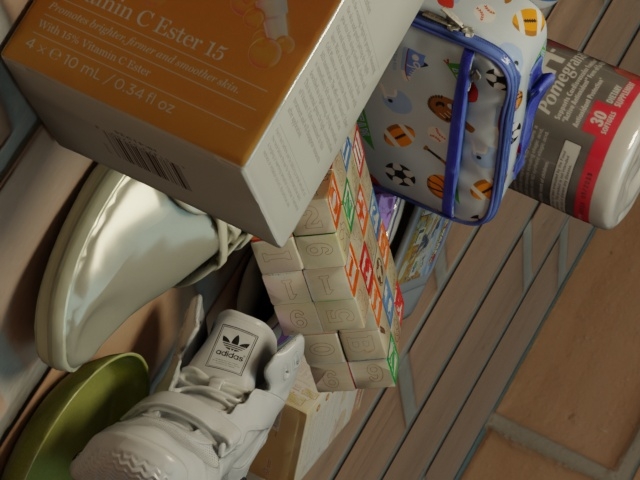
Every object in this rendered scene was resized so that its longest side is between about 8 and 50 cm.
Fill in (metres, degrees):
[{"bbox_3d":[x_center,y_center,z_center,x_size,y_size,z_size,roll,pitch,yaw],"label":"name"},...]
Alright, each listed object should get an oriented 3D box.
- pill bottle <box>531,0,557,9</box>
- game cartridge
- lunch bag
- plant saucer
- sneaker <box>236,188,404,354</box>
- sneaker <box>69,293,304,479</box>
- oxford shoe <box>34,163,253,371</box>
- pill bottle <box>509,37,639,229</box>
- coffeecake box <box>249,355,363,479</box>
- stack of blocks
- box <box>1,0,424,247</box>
[{"bbox_3d":[0.264,-0.350,2.308,0.221,0.124,0.124,-40,-174,45],"label":"pill bottle"},{"bbox_3d":[0.124,-0.021,2.585,0.198,0.062,0.297,-11,125,-65],"label":"game cartridge"},{"bbox_3d":[0.115,-0.157,2.026,0.115,0.243,0.303,-55,161,-32],"label":"lunch bag"},{"bbox_3d":[-0.239,0.208,1.835,0.241,0.037,0.241,-56,162,-30],"label":"plant saucer"},{"bbox_3d":[0.001,0.001,2.162,0.282,0.102,0.161,-62,160,-8],"label":"sneaker"},{"bbox_3d":[-0.120,0.155,1.834,0.366,0.137,0.210,60,51,-78],"label":"sneaker"},{"bbox_3d":[-0.098,-0.051,1.742,0.449,0.130,0.169,-51,160,-34],"label":"oxford shoe"},{"bbox_3d":[0.222,-0.150,2.225,0.176,0.318,0.176,-56,161,-30],"label":"pill bottle"},{"bbox_3d":[-0.010,0.201,2.463,0.185,0.068,0.142,-47,155,-46],"label":"coffeecake box"},{"bbox_3d":[0.009,0.019,1.982,0.171,0.087,0.297,-79,159,-47],"label":"stack of blocks"},{"bbox_3d":[-0.050,-0.206,1.506,0.345,0.215,0.168,-61,163,-14],"label":"box"}]
